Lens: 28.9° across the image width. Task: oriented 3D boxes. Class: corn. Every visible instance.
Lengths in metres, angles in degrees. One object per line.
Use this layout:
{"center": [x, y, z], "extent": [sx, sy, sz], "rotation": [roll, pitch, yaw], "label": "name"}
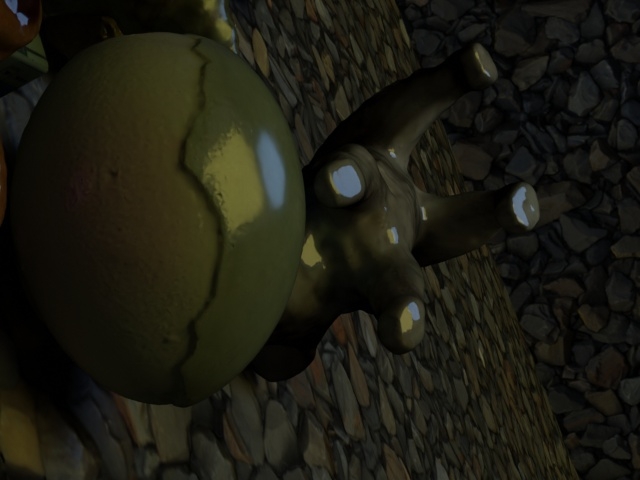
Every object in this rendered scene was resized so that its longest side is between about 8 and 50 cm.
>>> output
{"center": [-0.135, -0.159, 0.999], "extent": [0.097, 0.097, 0.261], "rotation": [70, 18, 0], "label": "corn"}

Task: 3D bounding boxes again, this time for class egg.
{"center": [-0.096, -0.007, 0.755], "extent": [0.183, 0.183, 0.217], "rotation": [43, 32, -61], "label": "egg"}

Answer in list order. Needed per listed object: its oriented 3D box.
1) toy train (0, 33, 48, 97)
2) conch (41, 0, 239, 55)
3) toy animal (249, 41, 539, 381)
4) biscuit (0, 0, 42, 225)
{"center": [-0.234, -0.132, 0.681], "extent": [0.052, 0.051, 0.234], "rotation": [70, 14, 14], "label": "toy train"}
{"center": [-0.162, -0.270, 0.845], "extent": [0.386, 0.169, 0.203], "rotation": [65, -25, 14], "label": "conch"}
{"center": [0.000, 0.000, 1.070], "extent": [0.344, 0.302, 0.194], "rotation": [-34, 100, -50], "label": "toy animal"}
{"center": [-0.246, -0.101, 0.479], "extent": [0.350, 0.078, 0.455], "rotation": [43, 34, -42], "label": "biscuit"}
